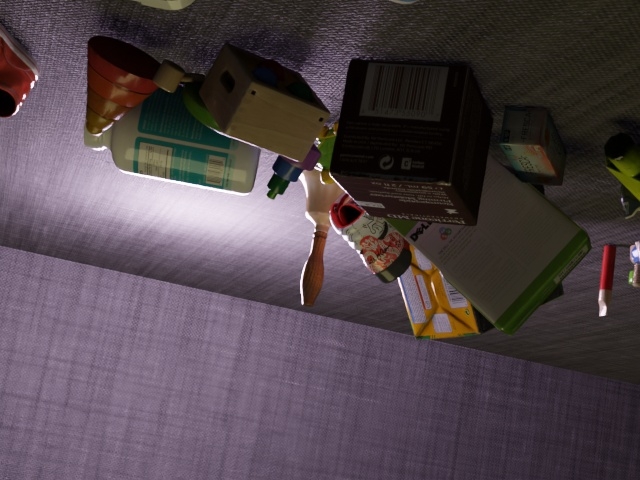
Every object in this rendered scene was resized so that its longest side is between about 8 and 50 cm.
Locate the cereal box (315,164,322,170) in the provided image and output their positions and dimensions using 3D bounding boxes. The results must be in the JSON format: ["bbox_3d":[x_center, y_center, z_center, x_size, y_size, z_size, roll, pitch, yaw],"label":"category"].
[{"bbox_3d":[0.122,-0.086,1.926,0.173,0.047,0.240,21,-176,-39],"label":"cereal box"}]

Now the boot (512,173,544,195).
[{"bbox_3d":[0.250,-0.085,1.945,0.197,0.077,0.137,18,171,-26],"label":"boot"}]

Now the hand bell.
[{"bbox_3d":[0.000,0.000,2.115,0.126,0.242,0.126,9,167,2],"label":"hand bell"}]

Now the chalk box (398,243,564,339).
[{"bbox_3d":[0.302,0.047,2.114,0.289,0.180,0.179,-19,-175,-37],"label":"chalk box"}]

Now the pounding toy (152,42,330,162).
[{"bbox_3d":[-0.115,-0.215,1.581,0.206,0.094,0.181,18,-157,-33],"label":"pounding toy"}]

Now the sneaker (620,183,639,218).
[{"bbox_3d":[0.547,-0.052,1.810,0.192,0.086,0.064,12,167,-11],"label":"sneaker"}]

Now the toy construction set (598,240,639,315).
[{"bbox_3d":[0.652,0.123,2.159,0.308,0.237,0.257,-2,163,45],"label":"toy construction set"}]

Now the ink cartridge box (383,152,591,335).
[{"bbox_3d":[0.249,-0.013,1.767,0.255,0.189,0.097,44,-176,19],"label":"ink cartridge box"}]

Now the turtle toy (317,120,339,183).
[{"bbox_3d":[0.030,-0.138,1.860,0.066,0.095,0.130,-7,-179,-37],"label":"turtle toy"}]

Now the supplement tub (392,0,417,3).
[{"bbox_3d":[0.096,-0.285,1.170,0.071,0.071,0.107,13,167,-14],"label":"supplement tub"}]

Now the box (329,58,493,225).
[{"bbox_3d":[0.129,-0.130,1.604,0.168,0.167,0.203,6,167,19],"label":"box"}]

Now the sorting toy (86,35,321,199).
[{"bbox_3d":[-0.182,-0.153,1.662,0.365,0.126,0.127,24,-159,-20],"label":"sorting toy"}]

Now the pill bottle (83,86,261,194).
[{"bbox_3d":[-0.220,-0.162,1.792,0.264,0.146,0.146,11,167,-3],"label":"pill bottle"}]

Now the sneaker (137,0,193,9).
[{"bbox_3d":[-0.244,-0.320,1.290,0.235,0.090,0.095,5,154,7],"label":"sneaker"}]

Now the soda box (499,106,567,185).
[{"bbox_3d":[0.309,-0.134,1.701,0.062,0.058,0.183,5,166,22],"label":"soda box"}]

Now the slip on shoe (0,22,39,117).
[{"bbox_3d":[-0.508,-0.266,1.661,0.123,0.101,0.331,8,166,18],"label":"slip on shoe"}]

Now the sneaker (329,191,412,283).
[{"bbox_3d":[0.086,-0.044,2.057,0.145,0.090,0.270,49,-164,-20],"label":"sneaker"}]

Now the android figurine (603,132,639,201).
[{"bbox_3d":[0.513,-0.057,1.654,0.273,0.056,0.248,33,-179,-37],"label":"android figurine"}]
